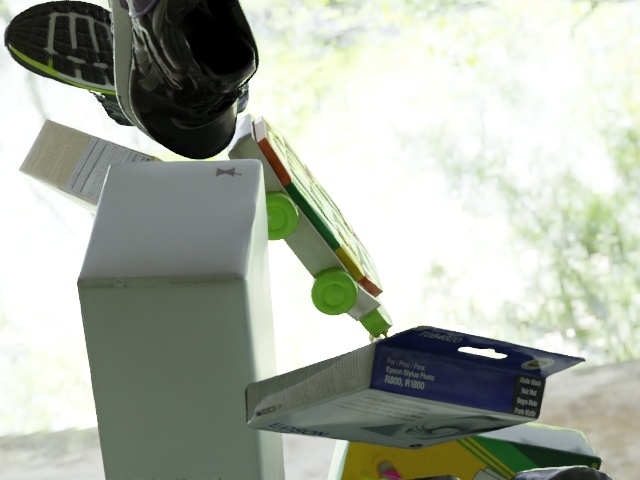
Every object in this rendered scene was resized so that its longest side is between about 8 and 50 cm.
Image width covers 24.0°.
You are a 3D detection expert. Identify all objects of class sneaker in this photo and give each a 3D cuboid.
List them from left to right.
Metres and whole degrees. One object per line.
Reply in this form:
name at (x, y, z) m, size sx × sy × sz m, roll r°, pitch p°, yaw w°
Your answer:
sneaker at (-0.235, -0.186, 1.756) m, size 0.300 × 0.111 × 0.121 m, roll 17°, pitch 147°, yaw -31°
sneaker at (-0.105, -0.144, 1.249) m, size 0.107 × 0.283 × 0.124 m, roll -34°, pitch -124°, yaw -16°

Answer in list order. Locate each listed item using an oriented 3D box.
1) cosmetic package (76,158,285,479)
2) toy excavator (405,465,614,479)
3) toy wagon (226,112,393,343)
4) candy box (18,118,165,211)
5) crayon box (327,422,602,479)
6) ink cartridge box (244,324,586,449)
cosmetic package at (-0.128, 0.168, 1.532) m, size 0.161 × 0.453 × 0.230 m, roll -1°, pitch -149°, yaw 2°
toy excavator at (0.157, 0.452, 1.137) m, size 0.222 × 0.433 × 0.445 m, roll -17°, pitch -144°, yaw 57°
toy wagon at (0.000, 0.000, 1.849) m, size 0.068 × 0.344 × 0.267 m, roll -35°, pitch -161°, yaw 9°
candy box at (-0.232, -0.057, 1.905) m, size 0.183 × 0.088 × 0.316 m, roll 31°, pitch 173°, yaw -36°
crayon box at (0.149, 0.395, 1.892) m, size 0.313 × 0.363 × 0.106 m, roll 11°, pitch -167°, yaw -9°
ink cartridge box at (0.086, 0.138, 1.340) m, size 0.223 × 0.045 × 0.224 m, roll 14°, pitch 153°, yaw -39°
